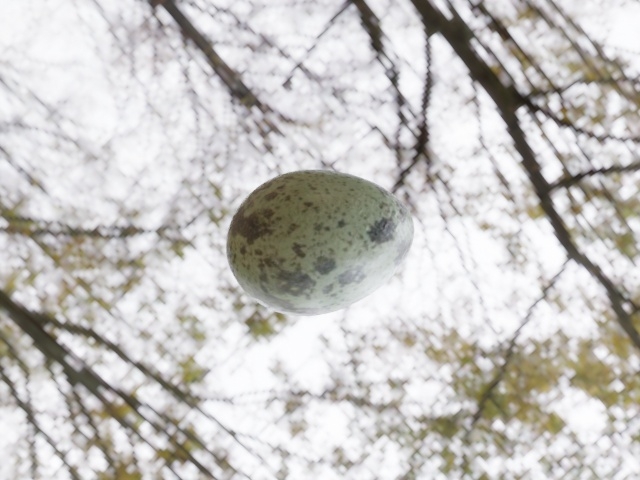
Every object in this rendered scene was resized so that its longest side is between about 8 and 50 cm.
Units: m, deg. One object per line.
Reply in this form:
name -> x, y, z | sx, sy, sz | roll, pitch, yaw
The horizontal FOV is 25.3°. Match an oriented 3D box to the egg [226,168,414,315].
egg -> 0.000, 0.000, 1.287 | 0.172, 0.132, 0.132 | -11, -150, -1
